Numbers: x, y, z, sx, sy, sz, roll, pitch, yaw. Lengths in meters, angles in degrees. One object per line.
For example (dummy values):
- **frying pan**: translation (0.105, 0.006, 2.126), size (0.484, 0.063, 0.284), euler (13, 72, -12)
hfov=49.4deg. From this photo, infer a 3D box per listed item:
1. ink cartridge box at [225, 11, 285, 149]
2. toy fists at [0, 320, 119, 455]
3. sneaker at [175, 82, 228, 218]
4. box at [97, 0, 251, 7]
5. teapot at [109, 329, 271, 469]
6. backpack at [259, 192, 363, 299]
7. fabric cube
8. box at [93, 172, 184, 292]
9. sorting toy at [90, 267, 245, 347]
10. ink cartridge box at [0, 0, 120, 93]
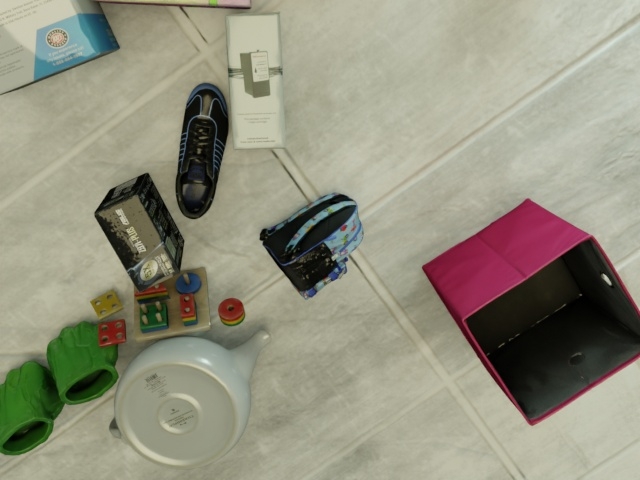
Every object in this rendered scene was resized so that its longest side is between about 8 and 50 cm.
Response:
- **ink cartridge box**: translation (-0.106, -0.262, 1.132), size (0.087, 0.153, 0.208), euler (-3, 106, -5)
- **toy fists**: translation (-0.479, 0.258, 1.256), size (0.279, 0.142, 0.096), euler (-39, 139, 6)
- **sneaker**: translation (-0.202, -0.148, 1.187), size (0.081, 0.090, 0.232), euler (5, 107, -9)
- **box**: translation (-0.226, -0.473, 1.070), size (0.243, 0.117, 0.213), euler (0, 107, -6)
- **teapot**: translation (-0.243, 0.274, 1.263), size (0.256, 0.187, 0.252), euler (14, 106, -4)
- **backpack**: translation (0.000, 0.000, 1.232), size (0.173, 0.158, 0.117), euler (-37, 117, -7)
- **fabric cube**: translation (0.379, 0.117, 1.256), size (0.259, 0.258, 0.254), euler (-34, 107, 4)
- **box**: translation (-0.298, -0.019, 1.168), size (0.078, 0.180, 0.147), euler (-25, 109, 0)
- **sorting toy**: translation (-0.277, 0.105, 1.233), size (0.275, 0.132, 0.046), euler (-10, 141, -4)
- **ink cartridge box**: translation (-0.458, -0.374, 1.028), size (0.198, 0.197, 0.270), euler (-21, 109, 0)
